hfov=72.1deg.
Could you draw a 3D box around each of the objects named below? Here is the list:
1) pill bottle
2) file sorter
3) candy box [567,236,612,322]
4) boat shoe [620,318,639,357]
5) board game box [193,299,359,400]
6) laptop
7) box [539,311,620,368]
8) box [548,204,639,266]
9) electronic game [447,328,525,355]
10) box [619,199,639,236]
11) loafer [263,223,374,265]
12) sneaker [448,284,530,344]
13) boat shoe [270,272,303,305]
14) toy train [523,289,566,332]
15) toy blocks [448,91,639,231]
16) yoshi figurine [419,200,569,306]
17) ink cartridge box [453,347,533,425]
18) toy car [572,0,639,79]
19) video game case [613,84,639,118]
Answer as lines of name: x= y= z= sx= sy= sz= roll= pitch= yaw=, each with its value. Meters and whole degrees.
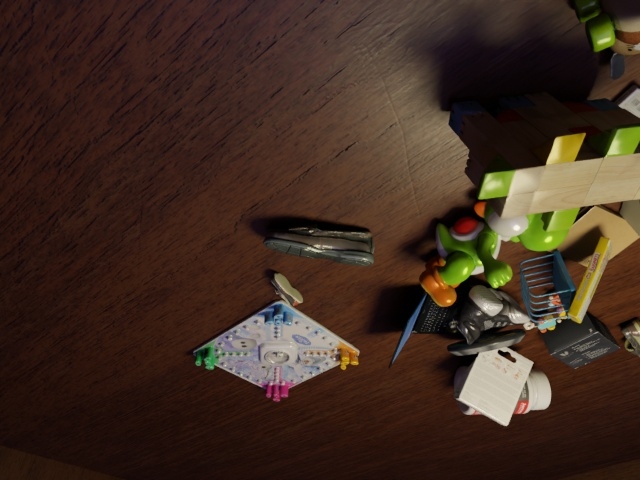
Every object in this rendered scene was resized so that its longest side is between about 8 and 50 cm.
pill bottle: x=0.628 y=0.517 z=1.525 sx=0.284 sy=0.161 sz=0.161 roll=1 pitch=134 yaw=-5
file sorter: x=0.596 y=0.129 z=1.168 sx=0.105 sy=0.118 sz=0.170 roll=-15 pitch=142 yaw=17
candy box: x=0.666 y=0.101 z=1.086 sx=0.105 sy=0.027 sz=0.205 roll=28 pitch=86 yaw=-49
boat shoe: x=1.040 y=0.338 z=1.446 sx=0.074 sy=0.080 sz=0.223 roll=-24 pitch=126 yaw=25
board game box: x=-0.138 y=0.376 z=1.413 sx=0.390 sy=0.050 sz=0.390 roll=-33 pitch=128 yaw=25
laptop: x=0.337 y=0.250 z=1.265 sx=0.265 sy=0.136 sz=0.234 roll=2 pitch=134 yaw=-6
box: x=0.816 y=0.313 z=1.390 sx=0.158 sy=0.093 sz=0.156 roll=29 pitch=126 yaw=-29
box: x=0.698 y=-0.006 z=1.123 sx=0.201 sy=0.021 sz=0.164 roll=18 pitch=130 yaw=-20
electronic game: x=0.495 y=0.300 z=1.321 sx=0.230 sy=0.048 sz=0.229 roll=-14 pitch=168 yaw=-3
box: x=0.792 y=-0.047 z=0.944 sx=0.149 sy=0.232 sz=0.126 roll=-12 pitch=133 yaw=7
loafer: x=0.000 y=0.000 z=1.057 sx=0.268 sy=0.084 sz=0.096 roll=11 pitch=163 yaw=-9
sneaker: x=0.468 y=0.218 z=1.238 sx=0.269 sy=0.101 sz=0.153 roll=20 pitch=119 yaw=-36
boat shoe: x=-0.098 y=0.136 z=1.189 sx=0.043 sy=0.049 sz=0.137 roll=-21 pitch=136 yaw=19
toy train: x=0.684 y=0.206 z=1.313 sx=0.125 sy=0.046 sz=0.166 roll=17 pitch=127 yaw=-18
toy blocks: x=0.409 y=-0.174 z=0.795 sx=0.382 sy=0.260 sz=0.190 roll=-8 pitch=132 yaw=-6
yoshi figurine: x=0.417 y=0.017 z=1.025 sx=0.203 sy=0.203 sz=0.362 roll=13 pitch=131 yaw=-37
ink cartridge box: x=0.559 y=0.452 z=1.425 sx=0.181 sy=0.224 sz=0.056 roll=30 pitch=164 yaw=0
toy car: x=0.522 y=-0.342 z=0.717 sx=0.155 sy=0.148 sz=0.188 roll=-18 pitch=146 yaw=29
video game case: x=0.637 y=-0.209 z=0.925 sx=0.191 sy=0.022 sz=0.173 roll=21 pitch=128 yaw=-24
